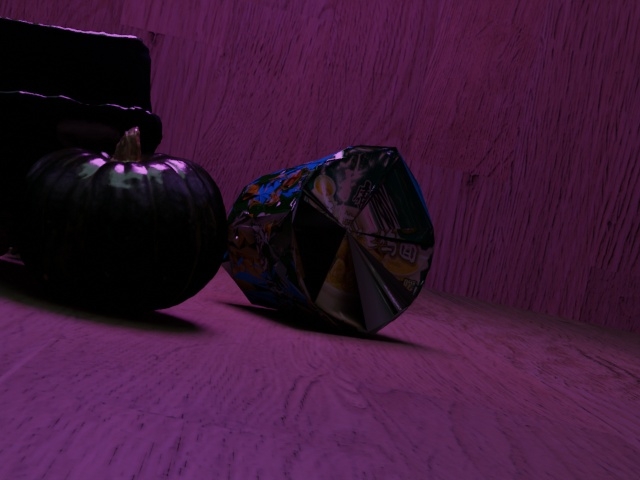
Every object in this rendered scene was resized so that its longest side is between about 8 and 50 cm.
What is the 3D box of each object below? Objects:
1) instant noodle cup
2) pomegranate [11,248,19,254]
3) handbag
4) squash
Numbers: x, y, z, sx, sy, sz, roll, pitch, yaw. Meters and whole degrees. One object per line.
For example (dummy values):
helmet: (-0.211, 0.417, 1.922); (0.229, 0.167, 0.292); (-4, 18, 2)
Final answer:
instant noodle cup: (0.000, 0.000, 1.676); (0.240, 0.240, 0.178); (11, -7, -38)
pomegranate: (-0.319, -0.044, 1.732); (0.187, 0.187, 0.225); (13, 31, 19)
handbag: (-0.357, -0.098, 1.468); (0.303, 0.121, 0.329); (4, -34, -26)
squash: (-0.202, -0.017, 1.352); (0.218, 0.172, 0.218); (5, 32, -3)
